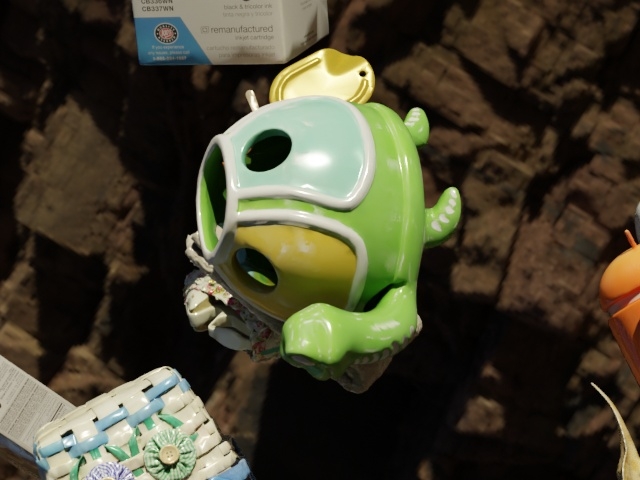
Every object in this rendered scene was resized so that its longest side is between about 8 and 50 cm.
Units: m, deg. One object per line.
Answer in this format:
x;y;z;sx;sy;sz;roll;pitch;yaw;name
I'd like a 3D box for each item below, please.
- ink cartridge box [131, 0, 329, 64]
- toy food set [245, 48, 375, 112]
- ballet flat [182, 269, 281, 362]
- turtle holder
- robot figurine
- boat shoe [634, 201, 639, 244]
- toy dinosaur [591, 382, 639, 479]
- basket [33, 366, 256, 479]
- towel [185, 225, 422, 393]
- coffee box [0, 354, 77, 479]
-0.115;-0.371;1.367;0.197;0.198;0.270;-52;-39;-63;ink cartridge box
-0.014;-0.226;1.814;0.217;0.128;0.071;-28;-20;-10;toy food set
-0.129;0.099;1.478;0.077;0.241;0.091;-26;-60;-34;ballet flat
-0.007;-0.001;1.163;0.243;0.227;0.321;149;124;-63;turtle holder
0.378;0.091;1.173;0.158;0.219;0.128;-13;-19;-29;robot figurine
0.479;0.057;1.359;0.096;0.268;0.088;-28;15;7;boat shoe
0.322;0.241;1.134;0.092;0.053;0.183;39;-135;-50;toy dinosaur
-0.194;0.311;1.265;0.254;0.289;0.201;-29;8;-16;basket
-0.019;0.057;1.339;0.049;0.282;0.187;-55;-9;33;towel
-0.454;0.267;1.649;0.141;0.246;0.098;-14;41;52;coffee box
